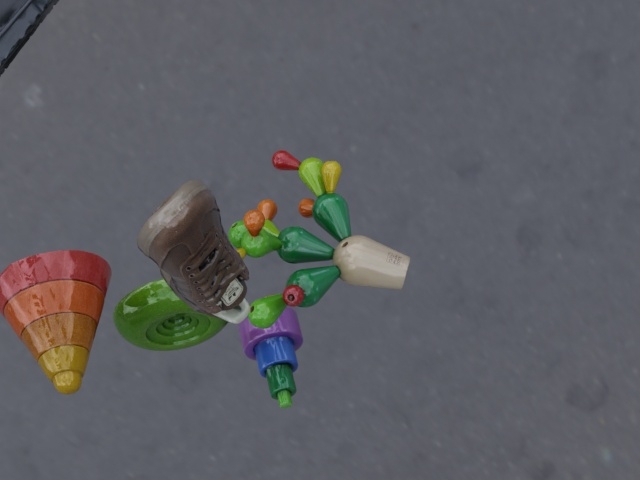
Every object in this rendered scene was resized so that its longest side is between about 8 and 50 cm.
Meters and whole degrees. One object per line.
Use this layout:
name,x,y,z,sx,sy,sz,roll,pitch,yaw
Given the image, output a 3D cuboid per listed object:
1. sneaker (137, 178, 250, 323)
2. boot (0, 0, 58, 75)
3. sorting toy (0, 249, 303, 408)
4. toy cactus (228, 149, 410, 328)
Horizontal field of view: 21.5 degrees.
sneaker,-0.079,0.012,1.209,0.071,0.188,0.066,41,82,10
boot,-0.178,-0.145,0.855,0.099,0.045,0.121,39,91,-7
sorting toy,-0.157,0.112,1.691,0.127,0.365,0.126,-39,52,36
toy cactus,0.000,0.000,1.662,0.180,0.112,0.219,15,40,3
